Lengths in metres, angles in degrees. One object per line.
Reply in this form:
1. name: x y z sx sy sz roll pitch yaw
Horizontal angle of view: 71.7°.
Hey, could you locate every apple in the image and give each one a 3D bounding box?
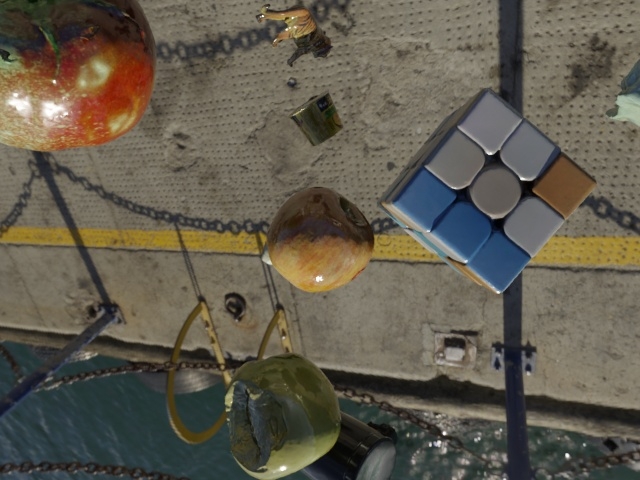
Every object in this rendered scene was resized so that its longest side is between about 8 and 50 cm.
1. apple: 0.000 0.000 0.897 0.211 0.211 0.188 40 111 -4
2. apple: -0.086 0.393 1.018 0.278 0.279 0.280 9 120 16

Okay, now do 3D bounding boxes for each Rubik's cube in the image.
1. Rubik's cube: 0.390 -0.120 1.150 0.344 0.346 0.347 38 93 -3

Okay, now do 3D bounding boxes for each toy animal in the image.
1. toy animal: -0.045 -0.400 0.849 0.099 0.241 0.057 -22 84 13

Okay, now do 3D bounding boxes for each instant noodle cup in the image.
1. instant noodle cup: -0.006 -0.370 1.350 0.151 0.151 0.122 -25 112 30

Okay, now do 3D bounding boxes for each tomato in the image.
1. tomato: -0.407 -0.276 0.680 0.303 0.304 0.239 27 149 6

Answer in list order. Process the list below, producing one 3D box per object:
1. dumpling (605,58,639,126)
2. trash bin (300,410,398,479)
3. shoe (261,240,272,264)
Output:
1. dumpling: 0.302 -0.119 0.275 0.216 0.149 0.105 -10 121 35
2. trash bin: 0.034 0.579 1.242 0.301 0.252 0.203 13 138 41
3. shoe: -0.026 0.029 1.427 0.210 0.341 0.132 27 112 28
